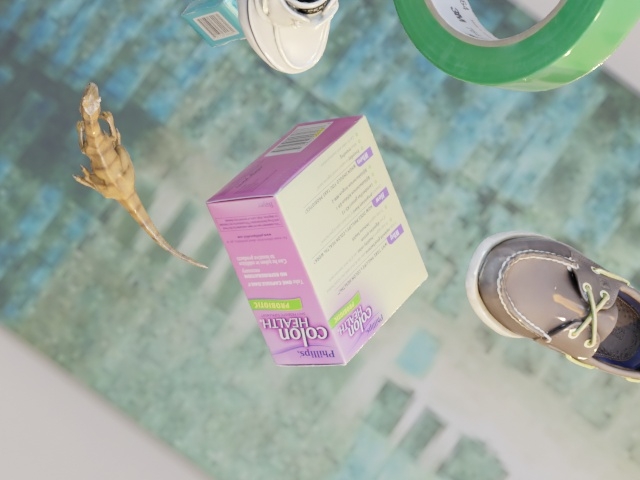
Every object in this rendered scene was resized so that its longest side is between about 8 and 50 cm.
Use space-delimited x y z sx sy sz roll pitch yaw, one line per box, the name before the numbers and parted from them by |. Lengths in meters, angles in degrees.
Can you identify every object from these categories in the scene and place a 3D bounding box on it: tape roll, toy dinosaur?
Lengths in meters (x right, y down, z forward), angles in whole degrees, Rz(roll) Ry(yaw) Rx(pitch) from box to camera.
tape roll | 0.217 -0.324 1.807 0.077 0.321 0.321 4 132 -46
toy dinosaur | -0.201 -0.057 1.647 0.064 0.211 0.112 -33 -154 -8

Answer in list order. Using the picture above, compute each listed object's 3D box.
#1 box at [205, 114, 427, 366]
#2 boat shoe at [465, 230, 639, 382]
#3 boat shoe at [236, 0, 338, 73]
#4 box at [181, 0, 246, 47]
box | 0.000 0.000 2.091 0.117 0.243 0.213 -5 -153 39
boat shoe | 0.279 0.076 1.767 0.097 0.324 0.116 20 -95 46
boat shoe | -0.020 -0.249 1.602 0.096 0.088 0.267 -23 144 -20
box | -0.062 -0.347 2.019 0.100 0.060 0.244 -6 -134 54
